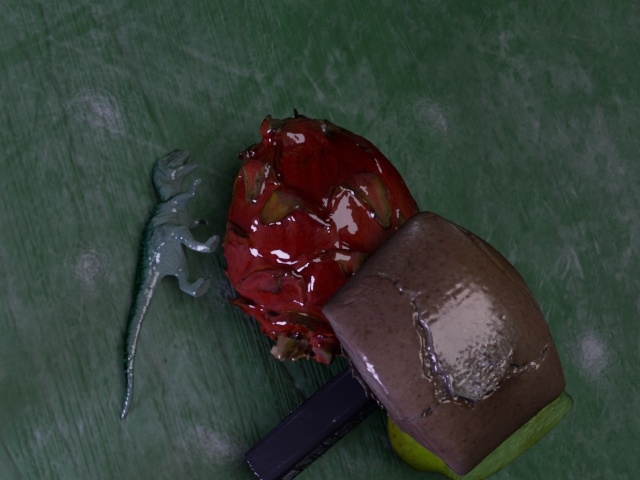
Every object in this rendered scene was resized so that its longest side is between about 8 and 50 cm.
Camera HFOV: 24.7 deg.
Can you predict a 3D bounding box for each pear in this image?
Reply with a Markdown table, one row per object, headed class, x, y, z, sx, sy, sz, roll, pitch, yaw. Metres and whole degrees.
| class | x | y | z | sx | sy | sz | roll | pitch | yaw |
| --- | --- | --- | --- | --- | --- | --- | --- | --- | --- |
| pear | 0.207 | 0.216 | 2.070 | 0.292 | 0.292 | 0.159 | -32 | 50 | -26 |

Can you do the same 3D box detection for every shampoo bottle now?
| class | x | y | z | sx | sy | sz | roll | pitch | yaw |
| --- | --- | --- | --- | --- | --- | --- | --- | --- | --- |
| shampoo bottle | 0.039 | 0.214 | 1.966 | 0.309 | 0.098 | 0.071 | -39 | 71 | 4 |

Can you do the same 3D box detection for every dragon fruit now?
| class | x | y | z | sx | sy | sz | roll | pitch | yaw |
| --- | --- | --- | --- | --- | --- | --- | --- | --- | --- |
| dragon fruit | 0.000 | 0.000 | 1.975 | 0.277 | 0.277 | 0.343 | 8 | 90 | -22 |

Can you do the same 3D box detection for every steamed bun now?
| class | x | y | z | sx | sy | sz | roll | pitch | yaw |
| --- | --- | --- | --- | --- | --- | --- | --- | --- | --- |
| steamed bun | 0.162 | 0.137 | 1.803 | 0.251 | 0.199 | 0.301 | -38 | 110 | 4 |

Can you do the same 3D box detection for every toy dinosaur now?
| class | x | y | z | sx | sy | sz | roll | pitch | yaw |
| --- | --- | --- | --- | --- | --- | --- | --- | --- | --- |
| toy dinosaur | -0.193 | 0.049 | 1.965 | 0.076 | 0.129 | 0.383 | 42 | 53 | -55 |
